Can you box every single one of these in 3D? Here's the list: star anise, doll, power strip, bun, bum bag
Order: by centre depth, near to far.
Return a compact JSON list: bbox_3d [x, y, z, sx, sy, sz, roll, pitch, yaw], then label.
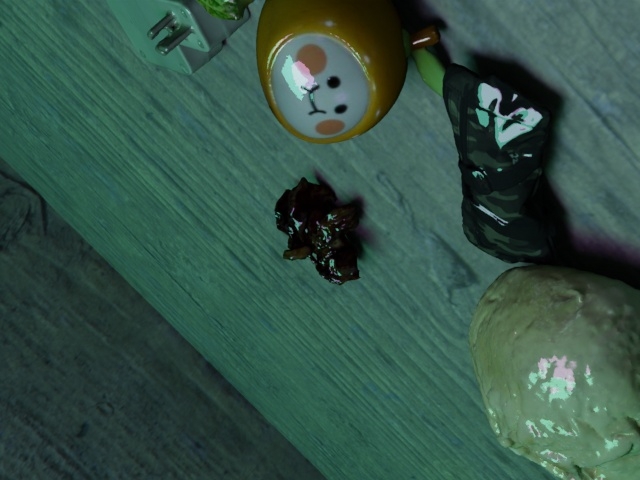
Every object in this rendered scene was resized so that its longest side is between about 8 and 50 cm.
[{"bbox_3d":[0.042,-0.233,1.309,0.235,0.214,0.213,-8,141,6],"label":"doll"},{"bbox_3d":[0.229,-0.077,1.353,0.144,0.095,0.341,30,151,33],"label":"bum bag"},{"bbox_3d":[0.344,0.197,1.430,0.348,0.227,0.352,31,161,11],"label":"bun"},{"bbox_3d":[-0.243,-0.345,1.621,0.261,0.141,0.229,25,152,44],"label":"power strip"},{"bbox_3d":[0.000,0.000,1.827,0.190,0.126,0.220,23,147,34],"label":"star anise"}]

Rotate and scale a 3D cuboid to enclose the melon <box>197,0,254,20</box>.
[{"bbox_3d":[-0.092,-0.435,1.088,0.343,0.226,0.331,39,121,28],"label":"melon"}]
